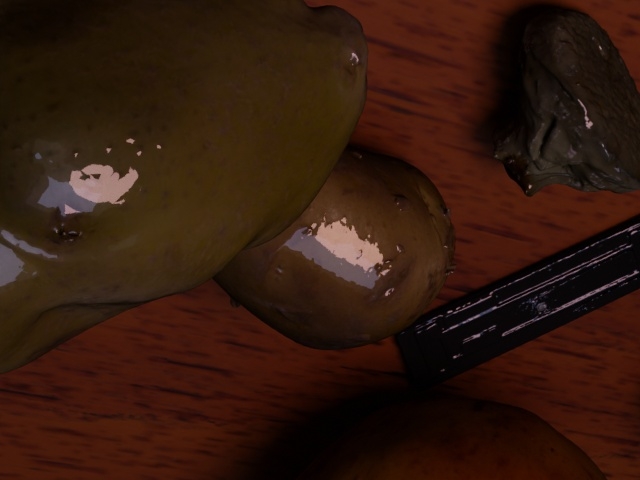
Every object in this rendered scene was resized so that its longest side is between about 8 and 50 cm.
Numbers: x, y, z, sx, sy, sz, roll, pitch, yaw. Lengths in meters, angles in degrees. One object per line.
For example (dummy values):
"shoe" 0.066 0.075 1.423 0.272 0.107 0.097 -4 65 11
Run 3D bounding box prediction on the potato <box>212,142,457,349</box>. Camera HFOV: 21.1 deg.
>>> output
"potato" 0.000 0.000 1.028 0.175 0.137 0.137 13 120 -27

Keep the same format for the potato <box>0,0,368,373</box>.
"potato" -0.144 -0.055 0.881 0.351 0.218 0.202 -19 166 -9

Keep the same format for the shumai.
"shumai" 0.145 -0.077 1.058 0.087 0.099 0.124 -23 99 32

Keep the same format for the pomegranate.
"pomegranate" 0.083 0.232 1.152 0.264 0.264 0.264 -11 128 -14

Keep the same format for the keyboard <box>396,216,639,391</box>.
"keyboard" 0.152 0.041 1.189 0.204 0.013 0.061 -25 130 -2
